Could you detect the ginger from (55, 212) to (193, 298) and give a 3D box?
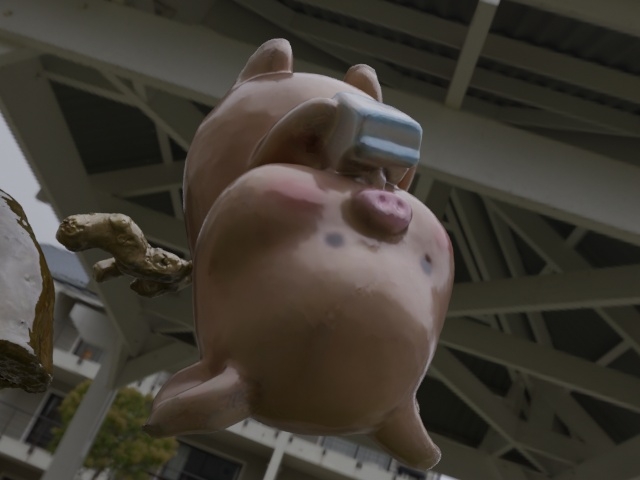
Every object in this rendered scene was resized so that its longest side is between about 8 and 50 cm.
[{"bbox_3d":[-0.254,0.030,0.941,0.149,0.065,0.259,-31,-31,31],"label":"ginger"}]

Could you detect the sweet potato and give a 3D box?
[{"bbox_3d":[-0.370,0.026,0.743,0.157,0.158,0.369,54,1,-46],"label":"sweet potato"}]

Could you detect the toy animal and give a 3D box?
[{"bbox_3d":[0.001,0.001,0.477,0.195,0.256,0.212,17,-67,-20],"label":"toy animal"}]
